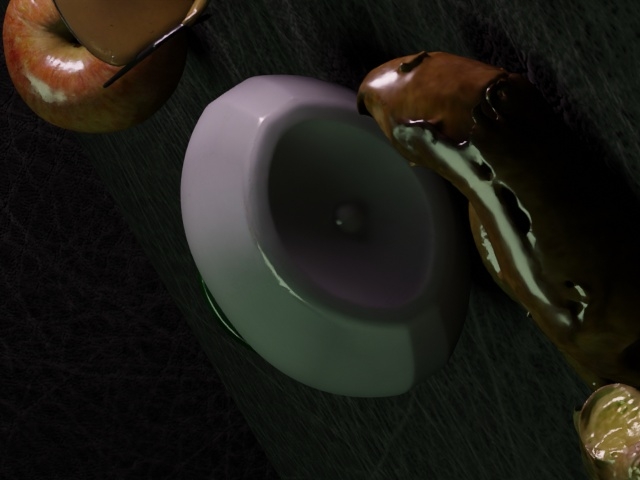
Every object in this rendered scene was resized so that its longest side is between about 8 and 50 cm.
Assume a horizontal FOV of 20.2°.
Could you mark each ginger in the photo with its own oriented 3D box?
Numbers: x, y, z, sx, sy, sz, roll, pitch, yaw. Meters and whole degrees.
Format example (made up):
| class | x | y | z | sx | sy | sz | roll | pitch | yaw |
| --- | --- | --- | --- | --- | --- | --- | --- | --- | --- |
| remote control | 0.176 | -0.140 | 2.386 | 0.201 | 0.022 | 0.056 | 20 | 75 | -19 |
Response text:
| class | x | y | z | sx | sy | sz | roll | pitch | yaw |
| --- | --- | --- | --- | --- | --- | --- | --- | --- | --- |
| ginger | 0.257 | 0.179 | 1.467 | 0.131 | 0.086 | 0.294 | 42 | 175 | 7 |
| ginger | 0.151 | -0.019 | 1.271 | 0.309 | 0.107 | 0.133 | 51 | 154 | 6 |

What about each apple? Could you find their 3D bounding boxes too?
| class | x | y | z | sx | sy | sz | roll | pitch | yaw |
| --- | --- | --- | --- | --- | --- | --- | --- | --- | --- |
| apple | -0.260 | -0.227 | 2.077 | 0.211 | 0.211 | 0.188 | 55 | -165 | 2 |

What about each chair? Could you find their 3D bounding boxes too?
| class | x | y | z | sx | sy | sz | roll | pitch | yaw |
| --- | --- | --- | --- | --- | --- | --- | --- | --- | --- |
| chair | -0.190 | -0.271 | 1.831 | 0.158 | 0.172 | 0.247 | 58 | 175 | -5 |

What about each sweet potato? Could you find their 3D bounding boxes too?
| class | x | y | z | sx | sy | sz | roll | pitch | yaw |
| --- | --- | --- | --- | --- | --- | --- | --- | --- | --- |
| sweet potato | 0.179 | 0.040 | 1.439 | 0.249 | 0.059 | 0.069 | 56 | -171 | -21 |

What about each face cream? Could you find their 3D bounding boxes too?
| class | x | y | z | sx | sy | sz | roll | pitch | yaw |
| --- | --- | --- | --- | --- | --- | --- | --- | --- | --- |
| face cream | 0.000 | 0.000 | 1.630 | 0.312 | 0.219 | 0.357 | 55 | 169 | 1 |
